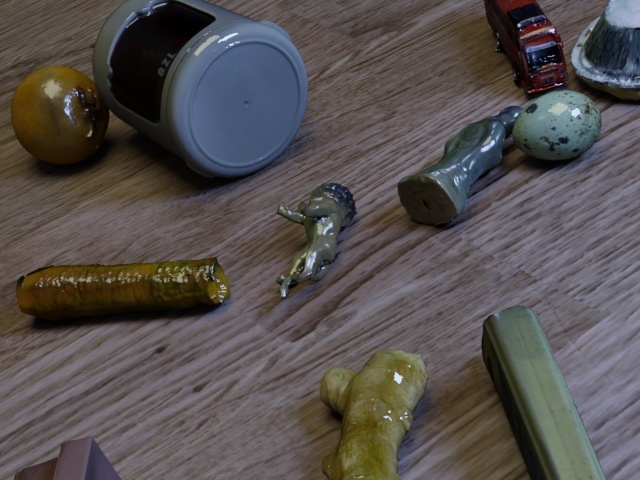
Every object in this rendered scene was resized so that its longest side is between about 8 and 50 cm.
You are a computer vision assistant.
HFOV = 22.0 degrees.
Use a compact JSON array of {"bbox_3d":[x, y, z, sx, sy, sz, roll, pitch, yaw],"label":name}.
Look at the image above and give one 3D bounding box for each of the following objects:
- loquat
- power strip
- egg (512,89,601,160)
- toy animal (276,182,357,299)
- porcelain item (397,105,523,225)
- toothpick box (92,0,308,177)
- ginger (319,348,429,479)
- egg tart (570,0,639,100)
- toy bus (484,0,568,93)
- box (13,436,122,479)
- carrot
[{"bbox_3d":[-0.364,-0.173,2.299,0.141,0.141,0.141,-11,33,7],"label":"loquat"},{"bbox_3d":[0.212,0.178,1.554,0.066,0.092,0.388,-13,32,0],"label":"power strip"},{"bbox_3d":[0.289,-0.139,2.011,0.110,0.085,0.085,-17,31,20],"label":"egg"},{"bbox_3d":[-0.015,-0.008,1.950,0.069,0.086,0.220,-40,16,45],"label":"toy animal"},{"bbox_3d":[0.182,-0.104,2.016,0.081,0.069,0.216,-14,24,47],"label":"porcelain item"},{"bbox_3d":[-0.172,-0.222,2.237,0.229,0.229,0.316,-30,34,-22],"label":"toothpick box"},{"bbox_3d":[0.053,0.206,1.604,0.118,0.065,0.299,-22,29,15],"label":"ginger"},{"bbox_3d":[0.437,-0.270,2.141,0.234,0.094,0.234,-12,34,8],"label":"egg tart"},{"bbox_3d":[0.274,-0.284,2.228,0.073,0.096,0.235,-18,31,1],"label":"toy bus"},{"bbox_3d":[-0.195,0.319,1.404,0.086,0.215,0.215,-20,31,13],"label":"box"},{"bbox_3d":[-0.235,0.057,1.954,0.260,0.070,0.070,-4,34,17],"label":"carrot"}]
